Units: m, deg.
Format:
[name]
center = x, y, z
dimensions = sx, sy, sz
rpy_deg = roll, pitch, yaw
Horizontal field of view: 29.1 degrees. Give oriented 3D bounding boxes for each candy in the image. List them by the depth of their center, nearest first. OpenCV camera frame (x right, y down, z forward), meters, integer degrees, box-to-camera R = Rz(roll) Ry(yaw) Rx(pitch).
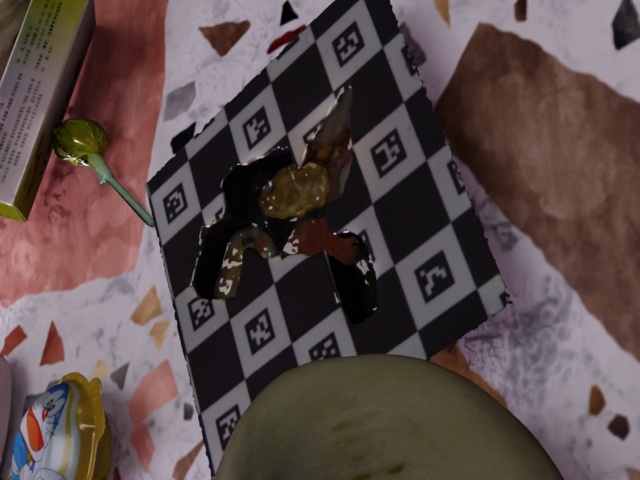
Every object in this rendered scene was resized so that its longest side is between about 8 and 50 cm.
[candy]
center = -0.234, -0.073, 1.356
dimensions = 0.194, 0.062, 0.058
rpy_deg = 46, 146, 35

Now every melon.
[melon]
center = 0.047, 0.214, 0.828
dimensions = 0.308, 0.271, 0.272
rpy_deg = 23, 90, 52

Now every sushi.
[sushi]
center = 0.000, 0.000, 1.092
dimensions = 0.343, 0.064, 0.359
rpy_deg = -39, 52, 30

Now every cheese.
[cheese]
center = -0.278, 0.240, 1.249
dimensions = 0.270, 0.069, 0.177
rpy_deg = -51, 39, 35

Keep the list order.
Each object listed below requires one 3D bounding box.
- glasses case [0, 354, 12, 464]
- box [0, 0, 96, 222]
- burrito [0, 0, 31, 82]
[glasses case]
center = -0.409, 0.265, 1.358
dimensions = 0.113, 0.075, 0.297
rpy_deg = -2, 73, 46
[box]
center = -0.324, -0.158, 1.392
dimensions = 0.175, 0.062, 0.261
rpy_deg = 151, 137, -79
[burrito]
center = -0.455, -0.174, 1.501
dimensions = 0.190, 0.135, 0.332
rpy_deg = 9, 76, 66
